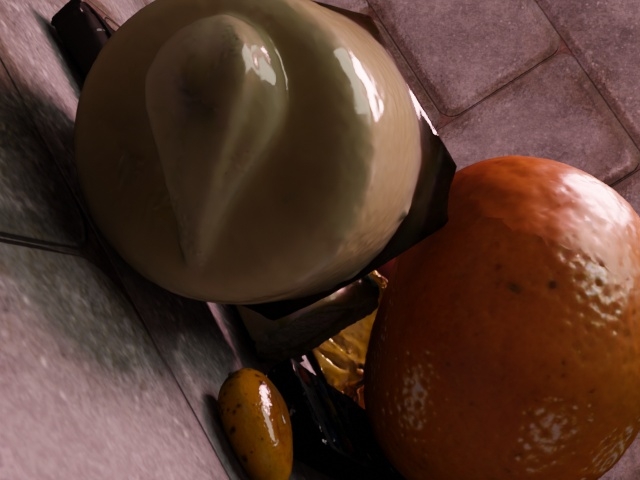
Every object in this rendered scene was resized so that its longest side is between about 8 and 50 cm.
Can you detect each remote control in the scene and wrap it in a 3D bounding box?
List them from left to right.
[{"bbox_3d":[0.041,0.252,1.106,0.399,0.062,0.145,46,13,-55],"label":"remote control"}]

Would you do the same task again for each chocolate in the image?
[{"bbox_3d":[-0.065,-0.070,0.843,0.326,0.314,0.297,61,15,-7],"label":"chocolate"}]

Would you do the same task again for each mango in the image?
[{"bbox_3d":[-0.056,0.168,0.812,0.079,0.057,0.114,55,14,-63],"label":"mango"}]

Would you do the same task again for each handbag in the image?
[{"bbox_3d":[-0.215,-0.166,1.129,0.223,0.080,0.247,52,7,19],"label":"handbag"}]

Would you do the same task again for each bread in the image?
[{"bbox_3d":[-0.028,0.055,1.125,0.156,0.158,0.261,53,5,-16],"label":"bread"}]

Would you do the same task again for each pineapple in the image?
[{"bbox_3d":[0.031,0.086,1.398,0.335,0.158,0.161,59,6,16],"label":"pineapple"}]

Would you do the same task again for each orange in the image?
[{"bbox_3d":[0.232,0.112,1.074,0.326,0.424,0.424,18,8,0],"label":"orange"}]

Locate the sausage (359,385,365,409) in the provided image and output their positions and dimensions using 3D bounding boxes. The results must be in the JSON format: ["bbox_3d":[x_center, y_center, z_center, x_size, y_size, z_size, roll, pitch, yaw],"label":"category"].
[{"bbox_3d":[0.116,0.283,1.370,0.098,0.098,0.238,51,12,-47],"label":"sausage"}]

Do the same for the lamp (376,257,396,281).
[{"bbox_3d":[0.158,0.108,1.757,0.303,0.256,0.303,173,-90,-70],"label":"lamp"}]
